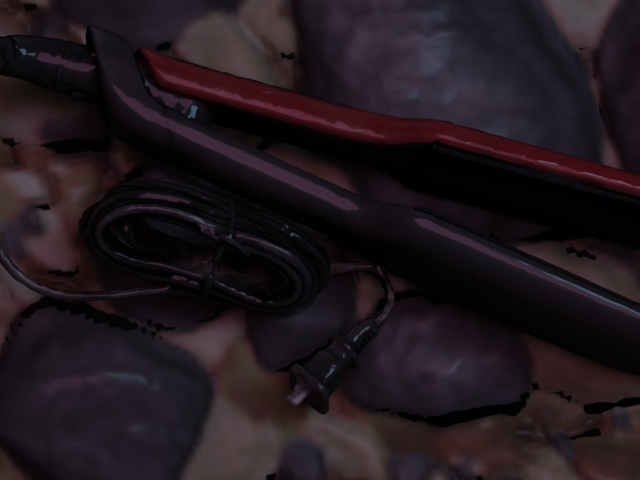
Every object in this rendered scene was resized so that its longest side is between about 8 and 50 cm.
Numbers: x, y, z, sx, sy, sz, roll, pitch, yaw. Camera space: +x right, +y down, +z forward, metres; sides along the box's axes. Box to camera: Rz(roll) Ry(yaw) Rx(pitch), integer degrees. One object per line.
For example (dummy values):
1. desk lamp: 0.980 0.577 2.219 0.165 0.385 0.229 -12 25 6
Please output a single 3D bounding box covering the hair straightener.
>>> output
1. hair straightener: 0.000 0.000 0.433 0.230 0.047 0.089 18 72 -12
